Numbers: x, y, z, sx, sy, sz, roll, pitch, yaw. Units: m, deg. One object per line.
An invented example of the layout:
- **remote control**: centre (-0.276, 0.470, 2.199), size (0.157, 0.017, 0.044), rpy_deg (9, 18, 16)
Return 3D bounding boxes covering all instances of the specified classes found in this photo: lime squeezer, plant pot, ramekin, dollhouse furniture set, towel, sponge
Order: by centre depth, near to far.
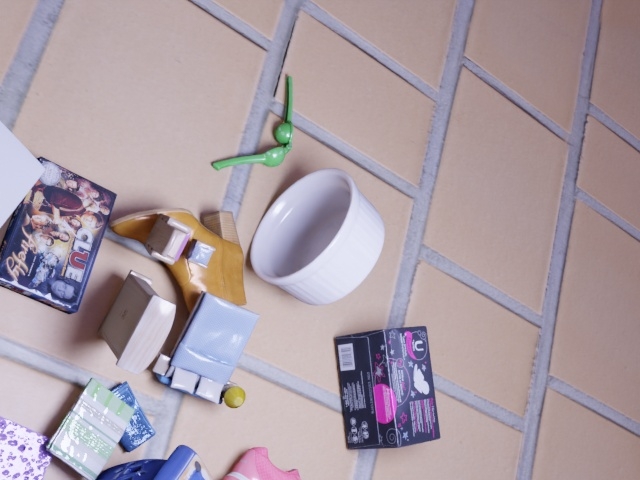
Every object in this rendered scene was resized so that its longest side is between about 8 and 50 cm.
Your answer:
- **sponge**: centre (-0.536, 0.416, 1.694), size (0.117, 0.031, 0.210), rpy_deg (33, 61, -29)
- **plant pot**: centre (-0.277, 0.501, 1.708), size (0.236, 0.212, 0.236), rpy_deg (60, 20, -9)
- **towel**: centre (-0.408, 0.336, 1.785), size (0.113, 0.023, 0.152), rpy_deg (46, 54, -26)
- **dollhouse furniture set**: centre (-0.206, 0.153, 1.841), size (0.303, 0.198, 0.286), rpy_deg (28, 90, -26)
- **towel**: centre (-0.358, 0.327, 1.857), size (0.067, 0.029, 0.119), rpy_deg (-33, 101, -38)
- **ramekin**: centre (0.000, 0.000, 2.069), size (0.135, 0.277, 0.277), rpy_deg (41, 57, -33)
- **lime squeezer**: centre (-0.108, -0.225, 2.182), size (0.110, 0.059, 0.310), rpy_deg (32, 58, 6)

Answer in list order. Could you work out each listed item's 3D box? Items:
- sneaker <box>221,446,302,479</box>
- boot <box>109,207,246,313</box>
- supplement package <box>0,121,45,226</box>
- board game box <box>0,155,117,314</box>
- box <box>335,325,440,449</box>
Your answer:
- **sneaker**: centre (-0.055, 0.529, 1.997), size (0.314, 0.116, 0.136), rpy_deg (47, 54, -20)
- **boot**: centre (-0.264, 0.049, 1.949), size (0.295, 0.104, 0.211), rpy_deg (-1, 80, -43)
- **supplement package**: centre (-0.624, -0.089, 1.642), size (0.204, 0.145, 0.262), rpy_deg (52, 53, -33)
- **board game box**: centre (-0.483, -0.009, 1.827), size (0.165, 0.042, 0.243), rpy_deg (28, 64, -31)
- **box**: centre (0.145, 0.318, 2.173), size (0.142, 0.163, 0.247), rpy_deg (1, 79, -42)
